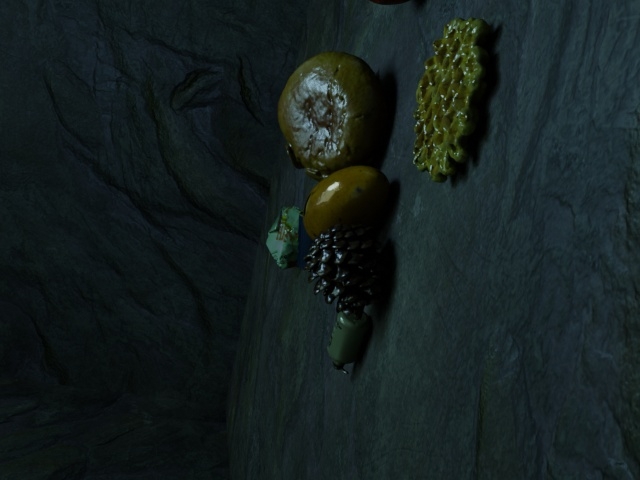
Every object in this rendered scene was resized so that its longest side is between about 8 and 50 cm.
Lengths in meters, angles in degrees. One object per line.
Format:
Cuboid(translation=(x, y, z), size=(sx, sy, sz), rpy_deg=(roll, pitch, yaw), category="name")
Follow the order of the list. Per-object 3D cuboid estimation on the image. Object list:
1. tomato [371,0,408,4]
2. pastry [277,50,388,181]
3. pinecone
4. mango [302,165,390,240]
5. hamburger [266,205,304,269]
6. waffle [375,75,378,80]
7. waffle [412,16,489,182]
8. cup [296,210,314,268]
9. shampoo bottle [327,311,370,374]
Cuboid(translation=(0.150, -0.671, 1.768), size=(0.232, 0.188, 0.232), rpy_deg=(162, 90, -86), category="tomato")
Cuboid(translation=(0.029, -0.318, 1.961), size=(0.356, 0.163, 0.356), rpy_deg=(13, 107, 49), category="pastry")
Cuboid(translation=(0.065, 0.065, 1.685), size=(0.205, 0.179, 0.184), rpy_deg=(52, 126, 12), category="pinecone")
Cuboid(translation=(0.061, -0.078, 1.802), size=(0.290, 0.190, 0.160), rpy_deg=(124, 147, -52), category="mango")
Cuboid(translation=(-0.108, -0.033, 2.705), size=(0.235, 0.125, 0.214), rpy_deg=(-105, 33, -56), category="hamburger")
Cuboid(translation=(0.108, -0.380, 2.100), size=(0.197, 0.070, 0.193), rpy_deg=(114, 162, -57), category="waffle")
Cuboid(translation=(0.237, -0.260, 1.413), size=(0.307, 0.060, 0.312), rpy_deg=(169, 112, -78), category="waffle")
Cuboid(translation=(0.000, 0.000, 2.203), size=(0.176, 0.131, 0.155), rpy_deg=(-21, -59, -69), category="cup")
Cuboid(translation=(0.061, 0.239, 1.780), size=(0.079, 0.079, 0.162), rpy_deg=(-98, 21, -56), category="shampoo bottle")
